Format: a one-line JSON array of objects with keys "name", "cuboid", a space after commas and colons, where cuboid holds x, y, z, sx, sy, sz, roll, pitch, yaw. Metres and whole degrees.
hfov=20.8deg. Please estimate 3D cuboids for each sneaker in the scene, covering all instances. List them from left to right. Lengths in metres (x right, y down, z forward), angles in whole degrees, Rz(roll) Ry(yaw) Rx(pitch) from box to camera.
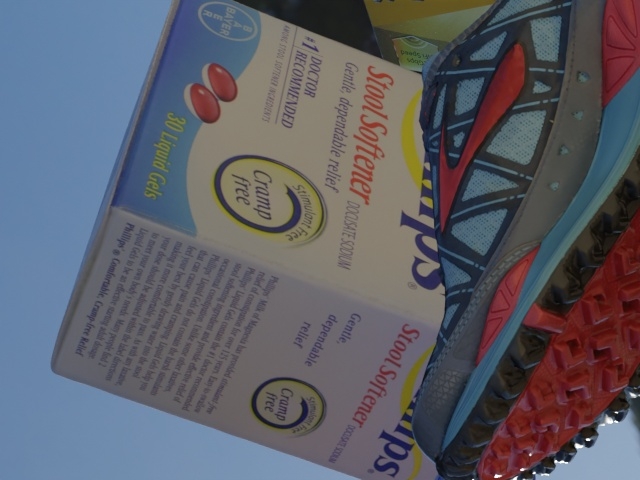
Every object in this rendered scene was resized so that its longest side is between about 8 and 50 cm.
[{"name": "sneaker", "cuboid": [0.091, -0.030, 0.698, 0.125, 0.262, 0.104, 22, 176, 41]}]

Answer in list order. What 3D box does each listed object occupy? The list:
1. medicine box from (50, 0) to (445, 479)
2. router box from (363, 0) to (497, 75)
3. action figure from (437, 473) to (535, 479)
[{"name": "medicine box", "cuboid": [0.000, 0.000, 1.158, 0.289, 0.149, 0.263, 20, -142, -8]}, {"name": "router box", "cuboid": [0.179, -0.215, 1.445, 0.081, 0.308, 0.243, -57, -36, -32]}, {"name": "action figure", "cuboid": [0.097, 0.177, 0.941, 0.091, 0.280, 0.139, -1, -139, -38]}]
